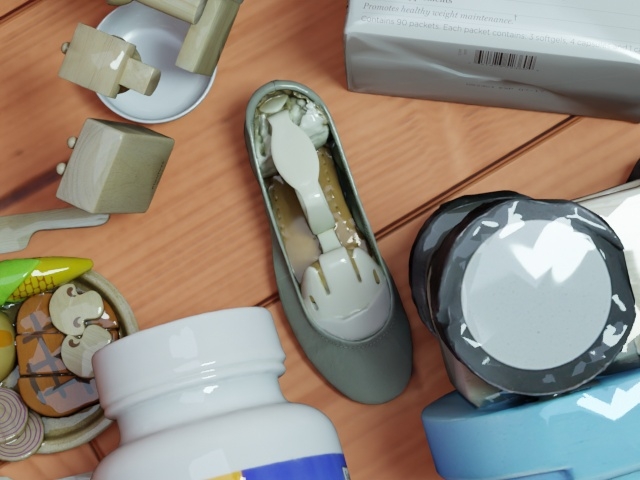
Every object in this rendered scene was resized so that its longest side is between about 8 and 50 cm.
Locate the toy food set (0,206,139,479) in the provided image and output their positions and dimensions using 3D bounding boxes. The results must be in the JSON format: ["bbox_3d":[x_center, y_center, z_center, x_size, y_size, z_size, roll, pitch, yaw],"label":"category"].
[{"bbox_3d":[-0.178,0.072,1.215,0.132,0.038,0.192,-10,80,-1],"label":"toy food set"}]

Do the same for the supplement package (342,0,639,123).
[{"bbox_3d":[0.121,-0.195,1.203,0.194,0.149,0.203,6,81,2],"label":"supplement package"}]

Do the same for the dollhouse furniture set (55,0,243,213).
[{"bbox_3d":[-0.143,-0.109,1.180,0.123,0.144,0.151,23,95,10],"label":"dollhouse furniture set"}]

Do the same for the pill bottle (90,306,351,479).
[{"bbox_3d":[-0.048,0.183,1.135,0.152,0.152,0.272,-15,80,-2],"label":"pill bottle"}]

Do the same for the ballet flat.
[{"bbox_3d":[0.000,0.000,1.210,0.072,0.068,0.213,-19,80,-2],"label":"ballet flat"}]

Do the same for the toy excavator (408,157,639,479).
[{"bbox_3d":[0.295,0.147,1.131,0.433,0.222,0.445,-16,93,-2],"label":"toy excavator"}]

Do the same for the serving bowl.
[{"bbox_3d":[-0.107,-0.113,1.253,0.083,0.027,0.083,0,79,2],"label":"serving bowl"}]
